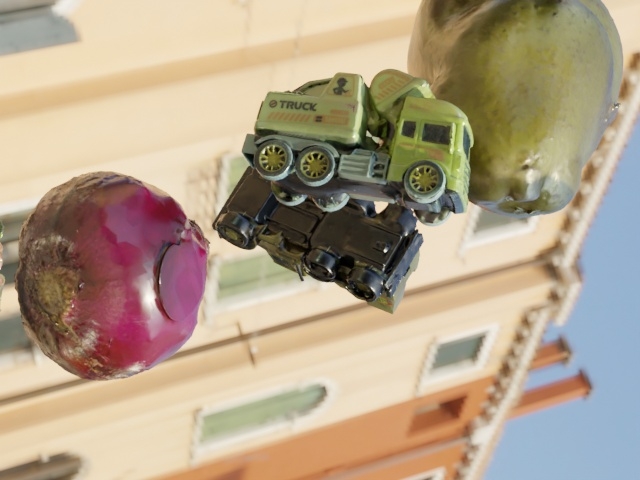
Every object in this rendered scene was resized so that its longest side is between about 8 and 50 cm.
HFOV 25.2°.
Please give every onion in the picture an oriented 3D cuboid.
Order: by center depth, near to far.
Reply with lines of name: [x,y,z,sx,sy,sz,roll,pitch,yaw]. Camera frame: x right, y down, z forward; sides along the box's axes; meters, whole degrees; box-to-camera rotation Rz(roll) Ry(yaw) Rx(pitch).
onion: [-0.144,0.021,1.188,0.135,0.198,0.173,6,-67,42]

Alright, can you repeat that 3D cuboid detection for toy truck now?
toy truck: [0.036,-0.086,1.202,0.085,0.191,0.116,50,50,-71]
toy truck: [-0.002,-0.003,1.818,0.257,0.127,0.127,23,-24,17]

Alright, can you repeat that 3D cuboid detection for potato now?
potato: [0.185,-0.149,1.387,0.218,0.202,0.351,56,27,-35]

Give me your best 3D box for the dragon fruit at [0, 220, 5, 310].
dragon fruit: [-0.364,0.044,1.380,0.236,0.135,0.137,-18,-115,54]
